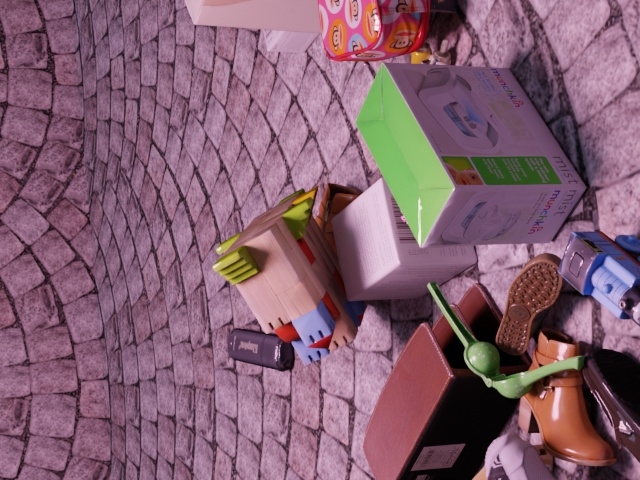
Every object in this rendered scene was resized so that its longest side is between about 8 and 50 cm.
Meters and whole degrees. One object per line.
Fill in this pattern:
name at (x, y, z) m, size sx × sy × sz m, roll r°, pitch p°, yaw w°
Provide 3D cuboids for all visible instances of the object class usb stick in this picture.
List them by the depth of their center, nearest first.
usb stick at (-0.135, 0.237, 2.583) m, size 0.278 × 0.045 × 0.077 m, roll 1°, pitch 93°, yaw 63°

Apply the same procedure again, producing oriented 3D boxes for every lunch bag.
lunch bag at (0.067, -0.438, 1.935) m, size 0.258 × 0.120 × 0.293 m, roll 1°, pitch 95°, yaw 63°

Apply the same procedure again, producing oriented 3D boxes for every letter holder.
letter holder at (0.177, 0.234, 1.877) m, size 0.214 × 0.152 × 0.301 m, roll 64°, pitch 144°, yaw 41°

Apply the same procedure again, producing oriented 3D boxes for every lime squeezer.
lime squeezer at (0.247, 0.160, 1.679) m, size 0.310 × 0.059 × 0.109 m, roll 29°, pitch 140°, yaw 51°

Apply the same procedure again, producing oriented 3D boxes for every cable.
cable at (0.176, -0.208, 1.987) m, size 0.139 × 0.072 × 0.287 m, roll 50°, pitch 149°, yaw 27°

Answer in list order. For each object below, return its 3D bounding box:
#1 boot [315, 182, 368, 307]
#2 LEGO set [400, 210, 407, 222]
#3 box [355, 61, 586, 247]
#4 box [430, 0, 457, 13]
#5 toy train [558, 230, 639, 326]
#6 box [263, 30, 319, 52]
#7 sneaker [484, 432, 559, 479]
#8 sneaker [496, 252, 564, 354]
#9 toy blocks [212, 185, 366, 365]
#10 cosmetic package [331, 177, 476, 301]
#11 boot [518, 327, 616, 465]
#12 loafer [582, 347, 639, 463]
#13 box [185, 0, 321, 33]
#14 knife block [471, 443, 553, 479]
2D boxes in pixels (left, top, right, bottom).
boot at (0.000, 0.000, 2.240) m, size 0.283 × 0.109 × 0.220 m, roll 17°, pitch 108°, yaw 58°
LEGO set at (0.169, -0.094, 1.835) m, size 0.287 × 0.132 × 0.107 m, roll 54°, pitch 132°, yaw 30°
box at (0.211, -0.123, 1.703) m, size 0.262 × 0.231 × 0.126 m, roll 66°, pitch 146°, yaw 36°
box at (0.147, -0.553, 1.970) m, size 0.293 × 0.073 × 0.295 m, roll 36°, pitch 125°, yaw 54°
toy train at (0.390, 0.053, 1.504) m, size 0.184 × 0.105 × 0.080 m, roll 50°, pitch 135°, yaw 50°
box at (-0.059, -0.442, 2.356) m, size 0.102 × 0.087 × 0.101 m, roll -41°, pitch 56°, yaw 55°
sneaker at (0.357, 0.368, 1.497) m, size 0.210 × 0.137 × 0.365 m, roll -36°, pitch 45°, yaw 16°
sneaker at (0.305, 0.073, 1.690) m, size 0.064 × 0.086 × 0.192 m, roll 25°, pitch 133°, yaw 10°
toy blocks at (-0.031, 0.081, 1.984) m, size 0.260 × 0.191 × 0.381 m, roll 59°, pitch -166°, yaw -8°
cosmetic package at (0.133, 0.000, 1.943) m, size 0.184 × 0.152 × 0.151 m, roll -39°, pitch 57°, yaw 56°
boot at (0.345, 0.217, 1.640) m, size 0.197 × 0.073 × 0.152 m, roll 28°, pitch 112°, yaw 56°
loafer at (0.399, 0.233, 1.524) m, size 0.220 × 0.080 × 0.078 m, roll 63°, pitch 143°, yaw 39°
box at (-0.090, -0.474, 2.172) m, size 0.121 × 0.311 × 0.148 m, roll -63°, pitch 40°, yaw 43°
knife block at (0.246, 0.426, 1.820) m, size 0.242 × 0.088 × 0.275 m, roll 13°, pitch 104°, yaw 61°
